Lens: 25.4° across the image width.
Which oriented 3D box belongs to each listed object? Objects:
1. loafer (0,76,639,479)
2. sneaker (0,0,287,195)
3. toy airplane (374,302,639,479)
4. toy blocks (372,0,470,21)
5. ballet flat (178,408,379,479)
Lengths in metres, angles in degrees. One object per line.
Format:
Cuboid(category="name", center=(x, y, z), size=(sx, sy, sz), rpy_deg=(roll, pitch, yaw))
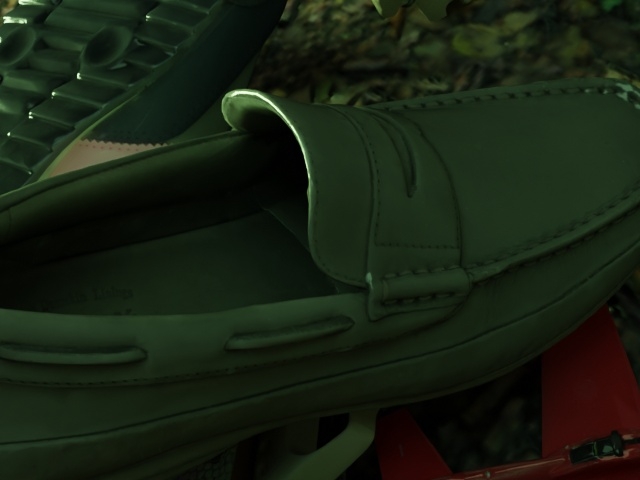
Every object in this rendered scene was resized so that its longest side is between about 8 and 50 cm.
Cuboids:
Cuboid(category="loafer", center=(0.000, 0.000, 0.495), size=(0.319, 0.111, 0.112), rpy_deg=(-22, 51, -24))
Cuboid(category="sneaker", center=(-0.098, -0.010, 0.607), size=(0.112, 0.131, 0.319), rpy_deg=(28, 78, 42))
Cuboid(category="toy airplane", center=(0.080, 0.085, 0.531), size=(0.151, 0.028, 0.151), rpy_deg=(-11, 58, 18))
Cuboid(category="toy blocks", center=(-0.063, -0.264, 0.666), size=(0.289, 0.260, 0.309), rpy_deg=(-29, 53, 6))
Cuboid(category="ballet flat", center=(-0.013, 0.093, 0.536), size=(0.079, 0.077, 0.221), rpy_deg=(-25, 47, 37))
